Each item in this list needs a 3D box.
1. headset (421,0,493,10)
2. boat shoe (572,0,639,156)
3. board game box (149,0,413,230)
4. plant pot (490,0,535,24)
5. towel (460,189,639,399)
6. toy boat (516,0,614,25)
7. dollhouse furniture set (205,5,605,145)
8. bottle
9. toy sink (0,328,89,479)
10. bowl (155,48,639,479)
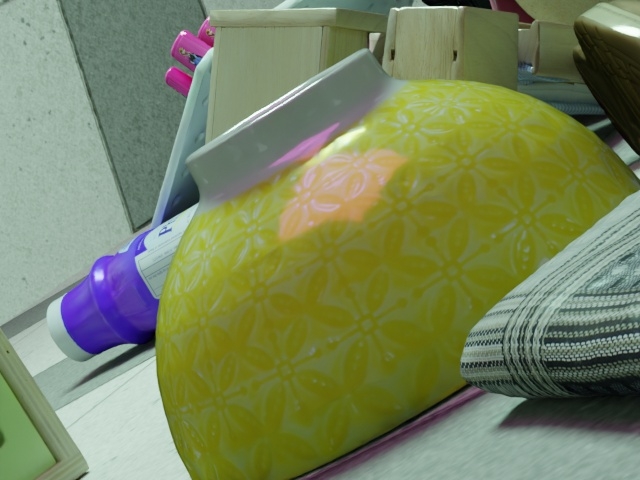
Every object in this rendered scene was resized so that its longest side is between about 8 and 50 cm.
[{"bbox_3d":[0.232,-0.312,2.000,0.243,0.185,0.394,-18,-14,24],"label":"headset"},{"bbox_3d":[0.208,-0.100,1.100,0.098,0.109,0.302,-33,0,5],"label":"boat shoe"},{"bbox_3d":[-0.051,-0.132,1.997,0.390,0.050,0.390,-39,-21,-41],"label":"board game box"},{"bbox_3d":[0.235,-0.214,1.576,0.180,0.201,0.201,-16,5,-3],"label":"plant pot"},{"bbox_3d":[0.230,-0.044,0.740,0.324,0.056,0.312,-33,6,-18],"label":"towel"},{"bbox_3d":[0.225,-0.254,1.411,0.231,0.151,0.151,-44,17,24],"label":"toy boat"},{"bbox_3d":[0.104,-0.047,1.369,0.303,0.198,0.286,2,3,-40],"label":"dollhouse furniture set"},{"bbox_3d":[-0.130,0.025,1.837,0.283,0.092,0.118,-29,5,25],"label":"bottle"},{"bbox_3d":[-0.294,0.104,1.343,0.153,0.234,0.131,-34,6,-28],"label":"toy sink"},{"bbox_3d":[0.016,-0.006,1.049,0.289,0.156,0.289,-32,6,4],"label":"bowl"}]
